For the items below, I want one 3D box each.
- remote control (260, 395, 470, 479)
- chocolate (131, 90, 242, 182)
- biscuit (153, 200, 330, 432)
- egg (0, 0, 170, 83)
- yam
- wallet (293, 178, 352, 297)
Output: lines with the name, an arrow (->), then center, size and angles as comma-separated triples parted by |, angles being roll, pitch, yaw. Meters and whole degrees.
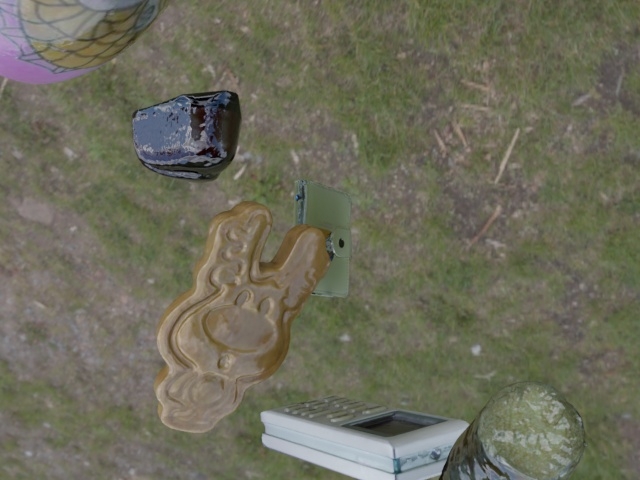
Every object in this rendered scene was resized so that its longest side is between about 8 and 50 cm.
remote control -> 0.040, 0.217, 0.864 | 0.103, 0.055, 0.277 | -6, 178, -31
chocolate -> -0.151, -0.111, 0.886 | 0.125, 0.080, 0.149 | -1, 170, -27
biscuit -> -0.085, 0.080, 0.751 | 0.144, 0.040, 0.236 | 24, 92, -31
egg -> -0.188, -0.231, 0.557 | 0.196, 0.196, 0.271 | 31, 147, -12
yam -> 0.102, 0.174, 0.510 | 0.061, 0.061, 0.274 | 12, 145, 3
wallet -> 0.000, 0.000, 1.085 | 0.039, 0.155, 0.110 | -6, 168, 40
